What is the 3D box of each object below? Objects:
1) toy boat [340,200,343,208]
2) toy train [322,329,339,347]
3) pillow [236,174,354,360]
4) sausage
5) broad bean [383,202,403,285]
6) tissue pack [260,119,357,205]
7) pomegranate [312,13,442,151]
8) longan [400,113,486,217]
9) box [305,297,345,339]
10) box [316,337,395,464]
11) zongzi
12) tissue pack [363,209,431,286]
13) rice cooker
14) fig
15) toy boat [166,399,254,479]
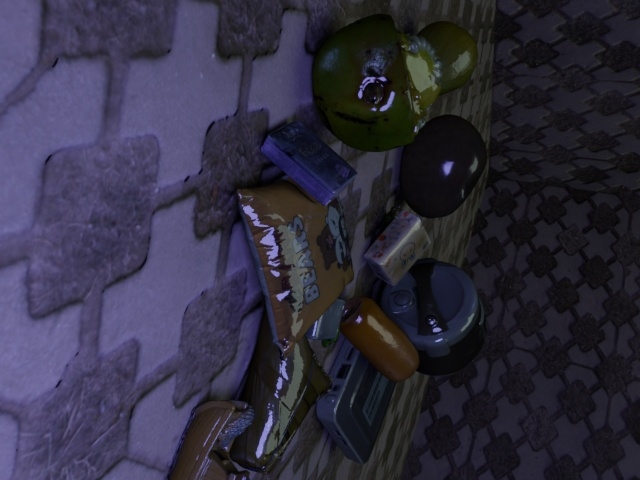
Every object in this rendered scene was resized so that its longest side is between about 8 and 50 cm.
[{"bbox_3d":[0.000,0.000,1.141,0.072,0.064,0.206,86,24,-76],"label":"toy boat"},{"bbox_3d":[0.029,0.200,1.320,0.044,0.042,0.209,-47,142,-49],"label":"toy train"},{"bbox_3d":[-0.032,0.010,0.960,0.312,0.119,0.310,-39,123,-54],"label":"pillow"},{"bbox_3d":[0.183,0.299,1.452,0.134,0.116,0.354,-48,118,-7],"label":"sausage"},{"bbox_3d":[0.231,0.016,1.676,0.075,0.067,0.325,-88,176,-65],"label":"broad bean"},{"bbox_3d":[-0.020,-0.141,0.913,0.051,0.156,0.112,-52,175,37],"label":"tissue pack"},{"bbox_3d":[0.107,-0.313,1.037,0.340,0.260,0.260,-108,-155,-78],"label":"pomegranate"},{"bbox_3d":[0.404,-0.243,1.693,0.288,0.288,0.350,-27,136,-61],"label":"longan"},{"bbox_3d":[-0.012,0.167,1.145,0.172,0.093,0.124,18,85,-67],"label":"box"},{"bbox_3d":[0.137,0.460,1.581,0.367,0.090,0.373,-62,144,-34],"label":"box"},{"bbox_3d":[-0.113,0.263,0.967,0.260,0.123,0.289,-48,127,-39],"label":"zongzi"},{"bbox_3d":[0.241,0.025,1.567,0.196,0.092,0.148,-50,138,-11],"label":"tissue pack"},{"bbox_3d":[0.372,0.245,1.661,0.335,0.335,0.325,-63,145,-30],"label":"rice cooker"},{"bbox_3d":[0.345,-0.521,1.504,0.230,0.207,0.207,-55,158,7],"label":"fig"},{"bbox_3d":[-0.190,0.424,0.836,0.089,0.121,0.321,56,50,-66],"label":"toy boat"}]
